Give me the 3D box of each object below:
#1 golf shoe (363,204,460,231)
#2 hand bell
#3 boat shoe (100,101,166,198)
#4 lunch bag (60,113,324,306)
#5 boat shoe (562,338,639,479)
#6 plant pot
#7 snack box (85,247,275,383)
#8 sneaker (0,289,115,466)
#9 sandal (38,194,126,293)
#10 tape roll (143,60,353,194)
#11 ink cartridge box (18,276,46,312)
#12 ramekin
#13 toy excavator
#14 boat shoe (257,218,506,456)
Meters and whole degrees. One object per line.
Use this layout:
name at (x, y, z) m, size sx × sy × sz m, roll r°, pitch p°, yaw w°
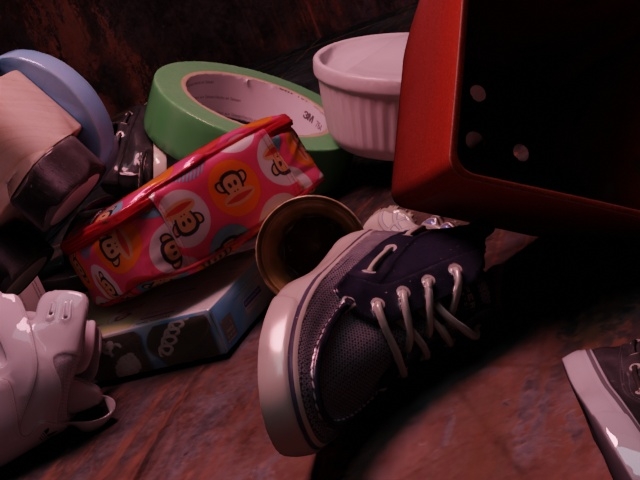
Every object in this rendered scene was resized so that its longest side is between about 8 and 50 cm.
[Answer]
golf shoe at (0.082, 0.010, 1.283) m, size 0.086 × 0.069 × 0.176 m, roll -37°, pitch 20°, yaw -24°
hand bell at (0.000, 0.000, 1.405) m, size 0.126 × 0.126 × 0.242 m, roll -21°, pitch 4°, yaw 6°
boat shoe at (-0.304, -0.136, 1.812) m, size 0.113 × 0.127 × 0.340 m, roll -1°, pitch 25°, yaw -12°
lunch bag at (-0.160, -0.030, 1.414) m, size 0.293 × 0.120 × 0.258 m, roll -32°, pitch 5°, yaw -27°
boat shoe at (0.214, 0.118, 0.753) m, size 0.076 × 0.080 × 0.228 m, roll -23°, pitch 9°, yaw 7°
plant pot at (0.202, -0.128, 1.132) m, size 0.267 × 0.267 × 0.236 m, roll 11°, pitch -17°, yaw -18°
snack box at (-0.218, 0.100, 1.405) m, size 0.322 × 0.060 × 0.187 m, roll -15°, pitch 16°, yaw 26°
sneaker at (-0.359, 0.074, 1.268) m, size 0.210 × 0.366 × 0.137 m, roll -18°, pitch -21°, yaw -10°
sandal at (-0.268, -0.039, 1.828) m, size 0.445 × 0.107 × 0.167 m, roll -22°, pitch 16°, yaw 3°
tape roll at (-0.103, -0.174, 1.766) m, size 0.321 × 0.077 × 0.321 m, roll 15°, pitch 23°, yaw -7°
ink cartridge box at (-0.519, 0.117, 1.711) m, size 0.148 × 0.086 × 0.203 m, roll -3°, pitch 25°, yaw 49°
ramekin at (0.125, -0.206, 1.674) m, size 0.272 × 0.127 × 0.273 m, roll -1°, pitch 24°, yaw 0°
toy excavator at (-0.382, -0.084, 1.551) m, size 0.433 × 0.222 × 0.445 m, roll -49°, pitch -1°, yaw 30°
boat shoe at (0.066, 0.066, 1.017) m, size 0.158 × 0.127 × 0.340 m, roll -11°, pitch 20°, yaw 21°
